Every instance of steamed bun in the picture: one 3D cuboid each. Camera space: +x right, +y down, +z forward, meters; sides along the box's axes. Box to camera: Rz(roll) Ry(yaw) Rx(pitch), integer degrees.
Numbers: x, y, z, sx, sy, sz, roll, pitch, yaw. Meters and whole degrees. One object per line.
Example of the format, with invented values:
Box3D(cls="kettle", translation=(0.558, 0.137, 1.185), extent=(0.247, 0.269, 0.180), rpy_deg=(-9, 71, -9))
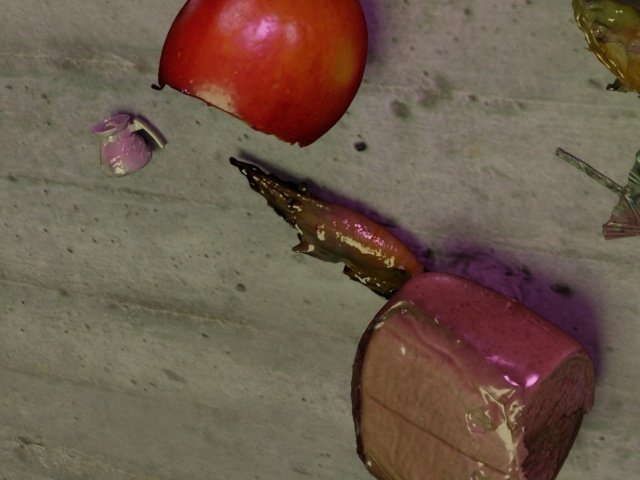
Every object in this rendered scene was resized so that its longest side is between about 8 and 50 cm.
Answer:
Box3D(cls="steamed bun", translation=(0.178, 0.172, 1.676), extent=(0.251, 0.199, 0.301), rpy_deg=(35, 136, 31))

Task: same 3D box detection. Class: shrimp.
Box3D(cls="shrimp", translation=(-0.004, -0.002, 1.732), extent=(0.262, 0.066, 0.117), rpy_deg=(29, 141, 13))

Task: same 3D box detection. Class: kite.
Box3D(cls="kite", translation=(0.298, -0.045, 1.505), extent=(0.152, 0.005, 0.137), rpy_deg=(27, 140, 14))

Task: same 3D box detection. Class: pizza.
Box3D(cls="pizza", translation=(0.339, -0.137, 1.302), extent=(0.288, 0.075, 0.280), rpy_deg=(41, 172, 11))

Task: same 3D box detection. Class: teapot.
Box3D(cls="teapot", translation=(-0.230, -0.117, 1.801), extent=(0.083, 0.064, 0.064), rpy_deg=(-18, 113, 10))

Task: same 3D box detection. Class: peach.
Box3D(cls="peach", translation=(-0.059, -0.171, 1.473), extent=(0.196, 0.226, 0.190), rpy_deg=(-23, 110, 48))
